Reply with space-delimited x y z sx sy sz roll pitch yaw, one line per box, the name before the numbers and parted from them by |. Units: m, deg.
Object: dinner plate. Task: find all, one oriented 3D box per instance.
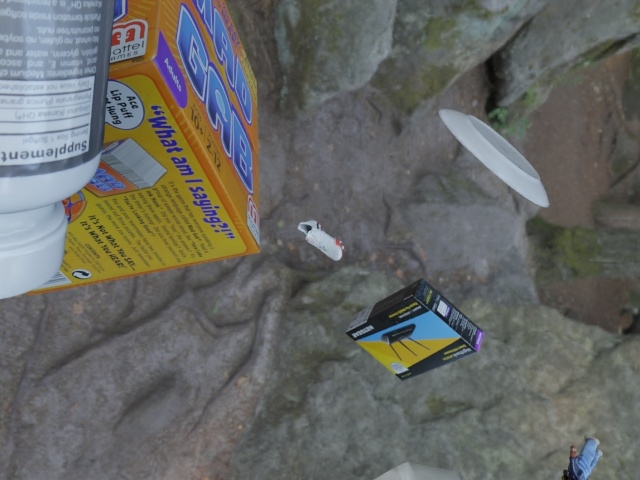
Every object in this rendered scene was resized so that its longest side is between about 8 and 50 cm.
dinner plate | 0.173 -0.086 0.660 0.141 0.017 0.141 33 26 -18

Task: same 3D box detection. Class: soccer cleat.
soccer cleat | 0.000 0.000 0.907 0.035 0.083 0.029 1 124 -36

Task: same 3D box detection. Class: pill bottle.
pill bottle | -0.230 -0.126 0.448 0.176 0.176 0.319 -25 135 -54

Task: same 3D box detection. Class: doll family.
doll family | 0.393 0.385 1.008 0.111 0.076 0.193 -31 96 -38

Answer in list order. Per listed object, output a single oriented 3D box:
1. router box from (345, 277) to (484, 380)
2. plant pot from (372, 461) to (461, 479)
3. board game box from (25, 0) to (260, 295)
router box | 0.142 0.142 1.051 0.133 0.179 0.046 40 50 -11
plant pot | 0.046 0.208 0.411 0.109 0.109 0.096 37 23 -56
board game box | -0.302 -0.189 0.914 0.356 0.356 0.356 69 14 -54
